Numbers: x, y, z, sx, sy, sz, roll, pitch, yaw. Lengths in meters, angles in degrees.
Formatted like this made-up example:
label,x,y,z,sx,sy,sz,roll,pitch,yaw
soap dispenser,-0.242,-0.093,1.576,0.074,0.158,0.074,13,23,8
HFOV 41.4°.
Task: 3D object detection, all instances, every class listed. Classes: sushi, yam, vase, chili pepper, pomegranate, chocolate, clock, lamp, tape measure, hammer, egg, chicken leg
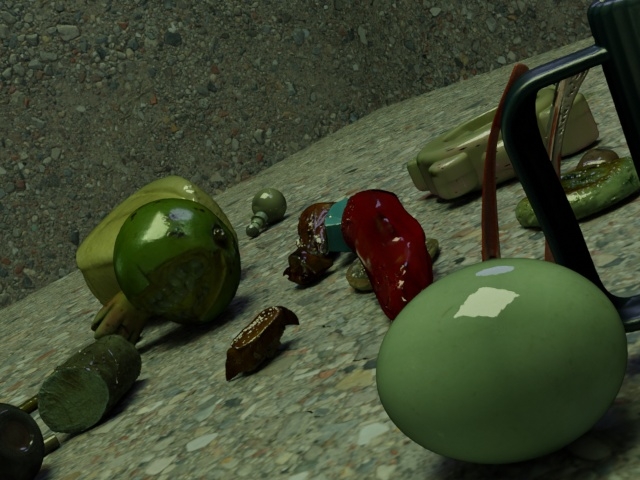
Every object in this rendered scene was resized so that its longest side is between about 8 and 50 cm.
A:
label,x,y,z,sx,sy,sz,roll,pitch,yaw
sushi,-0.083,0.137,1.137,0.052,0.055,0.120,1,36,42
yam,-0.328,0.201,1.246,0.107,0.107,0.183,-22,10,14
vase,-0.437,0.283,1.084,0.183,0.120,0.120,-35,5,30
chili pepper,0.093,0.008,1.173,0.110,0.110,0.387,-24,25,2
pomegranate,-0.278,0.069,1.481,0.302,0.236,0.236,-43,7,13
chocolate,0.432,-0.126,1.322,0.064,0.031,0.100,-13,14,30
clock,0.328,-0.176,1.586,0.309,0.114,0.284,-27,13,-3
lamp,-0.148,-0.064,2.162,0.091,0.091,0.163,-16,29,37
tape measure,0.075,-0.028,1.460,0.125,0.081,0.146,-4,25,10
hammer,-0.400,0.287,1.204,0.035,0.019,0.110,-30,10,-28
egg,0.132,0.091,0.637,0.192,0.149,0.149,-26,9,26
chicken leg,0.000,0.000,1.534,0.113,0.093,0.304,-9,19,11

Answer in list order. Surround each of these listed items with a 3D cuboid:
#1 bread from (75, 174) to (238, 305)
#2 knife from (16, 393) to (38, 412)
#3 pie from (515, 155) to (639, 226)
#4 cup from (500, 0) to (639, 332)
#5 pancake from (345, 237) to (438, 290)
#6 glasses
label,x,y,z,sx,sy,sz,roll,pitch,yaw
bread,-0.325,0.026,1.735,0.320,0.237,0.320,-32,21,14
knife,-0.446,0.241,1.491,0.343,0.027,0.061,-34,10,-40
pie,0.359,-0.070,1.186,0.186,0.041,0.187,-25,10,5
cup,0.331,-0.081,0.648,0.307,0.292,0.242,-12,17,44
pancake,0.110,0.034,1.276,0.158,0.028,0.158,-21,13,5
glasses,0.197,-0.049,0.885,0.118,0.269,0.234,-6,9,-2
